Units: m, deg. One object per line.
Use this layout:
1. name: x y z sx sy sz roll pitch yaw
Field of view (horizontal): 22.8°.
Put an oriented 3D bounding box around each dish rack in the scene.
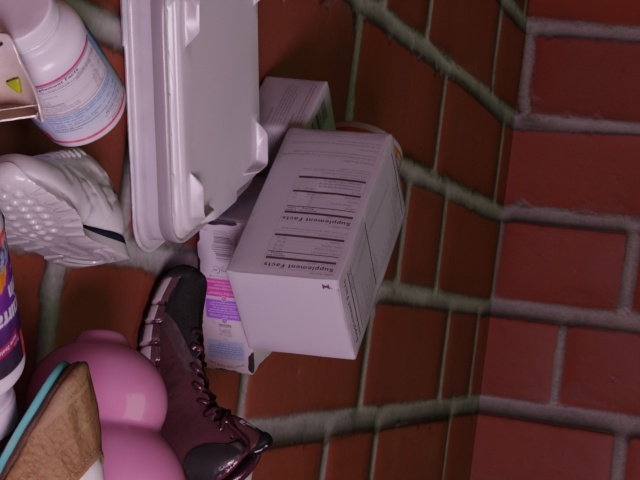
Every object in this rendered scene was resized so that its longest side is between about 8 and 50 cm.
1. dish rack: -0.124 -0.172 1.740 0.285 0.072 0.333 -48 142 -62

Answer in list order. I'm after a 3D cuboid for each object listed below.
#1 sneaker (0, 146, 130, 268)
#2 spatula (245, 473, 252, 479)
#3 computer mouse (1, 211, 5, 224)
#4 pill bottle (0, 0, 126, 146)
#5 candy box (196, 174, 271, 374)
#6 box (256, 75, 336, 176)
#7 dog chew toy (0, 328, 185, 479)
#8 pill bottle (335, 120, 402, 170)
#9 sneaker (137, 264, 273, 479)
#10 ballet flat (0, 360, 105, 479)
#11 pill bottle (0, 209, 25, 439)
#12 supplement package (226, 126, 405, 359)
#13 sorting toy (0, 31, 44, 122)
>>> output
1. sneaker: -0.242 -0.044 1.422 0.235 0.090 0.095 50 36 -71
2. spatula: -0.135 0.355 1.977 0.168 0.019 0.242 60 40 -63
3. computer mouse: -0.300 -0.059 1.251 0.041 0.071 0.242 -51 152 -28
4. pill bottle: -0.233 -0.155 1.371 0.160 0.087 0.087 63 38 -59
5. candy box: -0.086 0.039 1.928 0.165 0.070 0.196 -47 140 -62
6. box: -0.039 -0.135 1.983 0.102 0.087 0.101 80 24 -43
7. dog chew toy: -0.211 0.245 1.430 0.206 0.206 0.332 48 43 -67
8. pill bottle: 0.033 -0.046 2.184 0.121 0.121 0.216 68 33 -57
9. sneaker: -0.120 0.169 1.718 0.106 0.162 0.281 53 47 -65
10. ballet flat: -0.242 0.266 1.271 0.342 0.124 0.116 -58 172 -12
11. pill bottle: -0.289 0.065 1.242 0.108 0.108 0.193 -56 148 -55
12. supplement package: 0.000 0.000 1.846 0.139 0.134 0.244 77 25 -43
13. sorting toy: -0.272 -0.131 1.293 0.045 0.083 0.075 -110 -166 -59
